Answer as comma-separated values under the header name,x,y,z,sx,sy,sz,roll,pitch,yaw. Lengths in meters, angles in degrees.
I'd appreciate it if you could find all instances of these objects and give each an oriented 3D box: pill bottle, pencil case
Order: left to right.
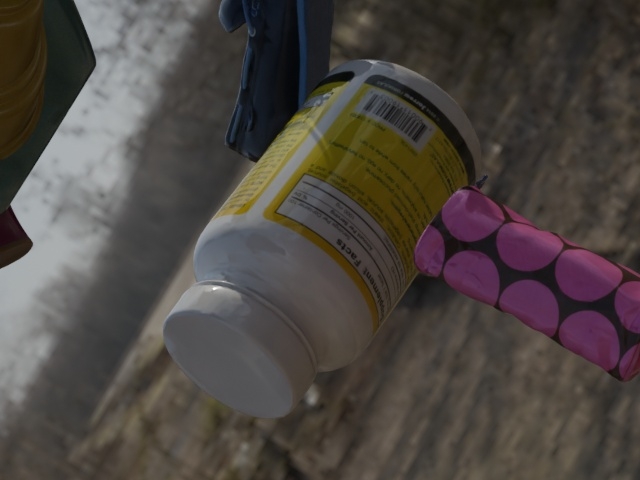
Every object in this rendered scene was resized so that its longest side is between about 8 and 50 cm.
name,x,y,z,sx,sy,sz,roll,pitch,yaw
pill bottle,0.000,0.000,1.741,0.334,0.188,0.188,-53,0,-31
pencil case,0.181,0.033,1.439,0.095,0.209,0.098,-57,-27,-2

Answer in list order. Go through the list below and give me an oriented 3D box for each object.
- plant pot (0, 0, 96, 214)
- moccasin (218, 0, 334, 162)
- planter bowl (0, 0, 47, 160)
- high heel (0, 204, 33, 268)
name,x,y,z,sx,sy,sz,roll,pitch,yaw
plant pot,-0.281,-0.127,1.357,0.290,0.195,0.290,-56,9,14
moccasin,-0.055,-0.229,1.905,0.138,0.117,0.342,-46,-36,-63
planter bowl,-0.237,-0.157,1.126,0.090,0.217,0.217,-39,15,36
high heel,-0.349,-0.005,1.450,0.244,0.117,0.082,-25,-15,-32
